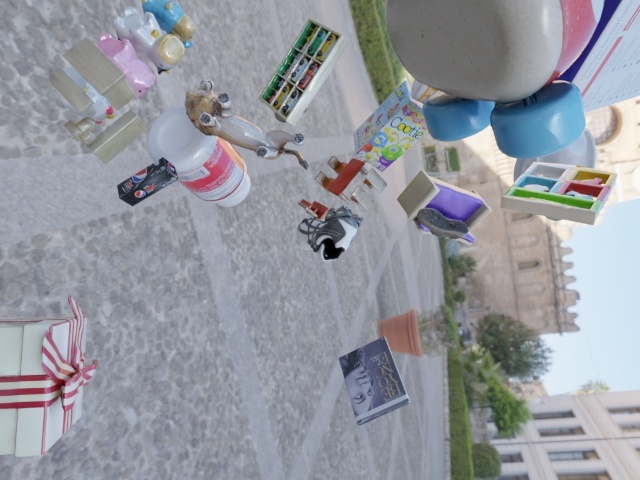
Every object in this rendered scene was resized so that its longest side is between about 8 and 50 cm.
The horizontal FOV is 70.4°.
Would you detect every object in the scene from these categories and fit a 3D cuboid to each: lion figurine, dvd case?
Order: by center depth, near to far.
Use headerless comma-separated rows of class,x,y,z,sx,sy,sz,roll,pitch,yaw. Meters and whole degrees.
lion figurine,-0.212,-0.306,1.275,0.392,0.142,0.240,35,-2,-11
dvd case,0.152,0.409,1.340,0.018,0.164,0.221,52,14,-43

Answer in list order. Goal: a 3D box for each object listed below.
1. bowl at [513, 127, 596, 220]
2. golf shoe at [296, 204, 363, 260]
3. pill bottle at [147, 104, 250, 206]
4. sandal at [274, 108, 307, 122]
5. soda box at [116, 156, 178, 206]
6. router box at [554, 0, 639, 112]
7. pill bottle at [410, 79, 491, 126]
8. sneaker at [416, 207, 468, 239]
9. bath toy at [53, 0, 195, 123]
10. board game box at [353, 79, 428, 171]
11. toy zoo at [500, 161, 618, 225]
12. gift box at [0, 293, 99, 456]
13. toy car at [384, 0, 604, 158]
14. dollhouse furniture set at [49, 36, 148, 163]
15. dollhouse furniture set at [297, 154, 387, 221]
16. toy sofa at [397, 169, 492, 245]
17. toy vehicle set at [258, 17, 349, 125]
bowl,0.688,-0.214,1.391,0.298,0.134,0.298,-171,-90,-88
golf shoe,0.000,0.000,0.904,0.077,0.198,0.094,27,64,-21
pill bottle,-0.401,-0.271,1.600,0.408,0.229,0.229,53,30,-68
sandal,-0.119,-0.477,1.682,0.090,0.219,0.060,35,70,-24
soda box,-0.500,-0.168,1.312,0.053,0.169,0.060,66,9,30
router box,0.589,-0.395,0.835,0.335,0.301,0.082,91,-22,-61
pill bottle,0.387,-0.387,1.180,0.152,0.272,0.152,-157,-90,-84
sneaker,0.345,-0.037,1.334,0.188,0.071,0.066,18,56,-26
bath toy,-0.417,-0.383,0.997,0.348,0.151,0.129,-59,170,-27
board game box,0.265,-0.408,1.645,0.142,0.275,0.144,28,41,-27
toy zoo,0.569,-0.127,1.065,0.293,0.192,0.030,-35,130,-41
gift box,-0.581,0.243,0.860,0.255,0.258,0.276,-179,-88,-77
toy car,0.197,-0.234,0.404,0.219,0.238,0.210,61,-8,-27
dollhouse furniture set,-0.437,-0.266,0.884,0.123,0.144,0.151,44,-10,15
dollhouse furniture set,0.057,-0.181,1.589,0.135,0.259,0.262,40,-4,-35
toy sofa,0.474,-0.114,1.673,0.362,0.150,0.177,11,39,-39
toy vehicle set,-0.052,-0.469,1.262,0.035,0.267,0.166,22,18,-49
